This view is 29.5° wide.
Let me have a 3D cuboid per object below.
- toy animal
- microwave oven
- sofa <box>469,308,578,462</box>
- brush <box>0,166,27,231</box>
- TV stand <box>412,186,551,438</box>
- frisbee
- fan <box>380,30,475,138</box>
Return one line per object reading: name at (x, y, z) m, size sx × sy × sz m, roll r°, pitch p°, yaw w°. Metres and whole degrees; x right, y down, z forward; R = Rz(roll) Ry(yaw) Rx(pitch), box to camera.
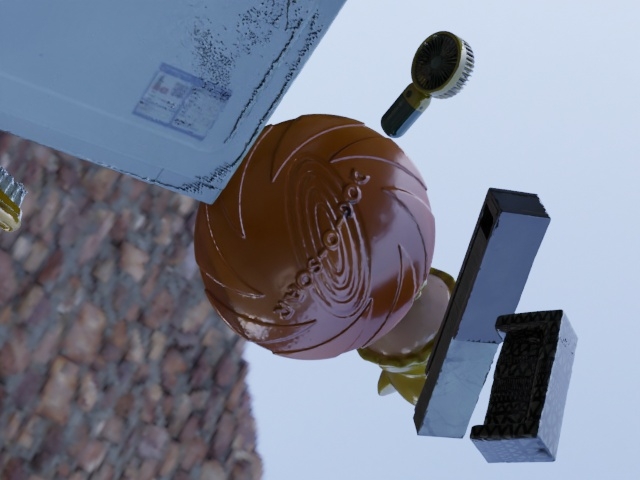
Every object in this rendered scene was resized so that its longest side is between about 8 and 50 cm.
toy animal at (0.114, 0.111, 1.446) m, size 0.156 × 0.230 × 0.156 m, roll -8°, pitch -122°, yaw 14°
microwave oven at (-0.165, -0.191, 0.832) m, size 0.237 × 0.295 × 0.181 m, roll -55°, pitch -142°, yaw 20°
sofa at (0.155, 0.110, 0.919) m, size 0.060 × 0.039 × 0.118 m, roll -10°, pitch -137°, yaw 33°
brush at (-0.187, -0.025, 0.593) m, size 0.013 × 0.103 × 0.272 m, roll -43°, pitch -160°, yaw 2°
TV stand at (0.139, 0.073, 1.087) m, size 0.040 × 0.048 × 0.257 m, roll -104°, pitch -156°, yaw -55°
frisbee at (0.000, 0.000, 0.924) m, size 0.192 × 0.192 × 0.035 m, roll -54°, pitch -163°, yaw -1°
fan at (0.131, -0.190, 1.514) m, size 0.155 × 0.039 × 0.082 m, roll -48°, pitch -133°, yaw 24°
